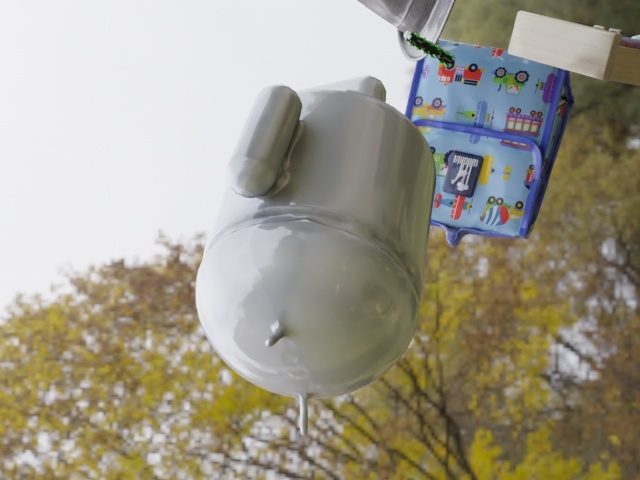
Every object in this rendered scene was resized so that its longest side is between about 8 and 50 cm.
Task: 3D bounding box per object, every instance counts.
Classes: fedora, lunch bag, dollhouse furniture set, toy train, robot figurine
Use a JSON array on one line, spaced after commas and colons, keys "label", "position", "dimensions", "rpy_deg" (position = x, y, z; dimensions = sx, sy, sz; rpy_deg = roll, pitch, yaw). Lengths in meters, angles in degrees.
[{"label": "fedora", "position": [0.106, -0.373, 1.550], "dimensions": [0.275, 0.124, 0.243], "rpy_deg": [-85, 14, -52]}, {"label": "lunch bag", "position": [0.224, -0.125, 1.719], "dimensions": [0.138, 0.221, 0.293], "rpy_deg": [55, -131, -64]}, {"label": "dollhouse furniture set", "position": [0.372, -0.301, 1.186], "dimensions": [0.198, 0.286, 0.303], "rpy_deg": [1, -72, -37]}, {"label": "toy train", "position": [0.128, -0.226, 1.384], "dimensions": [0.083, 0.023, 0.017], "rpy_deg": [21, -68, -42]}, {"label": "robot figurine", "position": [0.000, 0.000, 1.096], "dimensions": [0.300, 0.200, 0.353], "rpy_deg": [57, -149, -37]}]
